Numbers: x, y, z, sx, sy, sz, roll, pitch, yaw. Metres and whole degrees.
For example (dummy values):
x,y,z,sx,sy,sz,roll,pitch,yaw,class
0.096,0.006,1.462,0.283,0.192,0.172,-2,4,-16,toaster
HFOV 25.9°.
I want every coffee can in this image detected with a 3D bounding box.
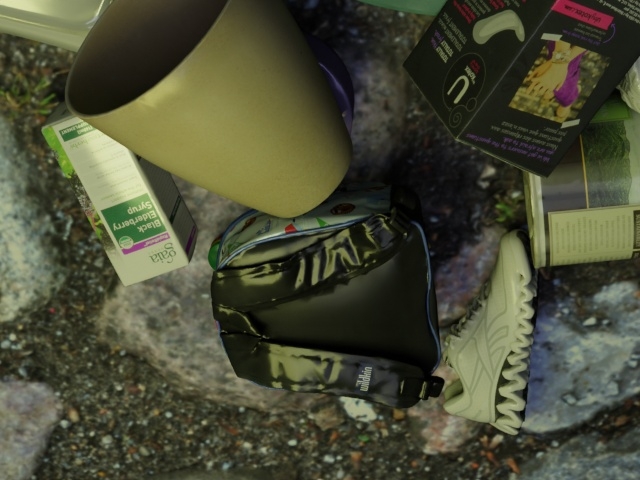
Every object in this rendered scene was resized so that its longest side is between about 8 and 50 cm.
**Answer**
x,y,z,sx,sy,sz,roll,pitch,yaw,class
0.380,-0.077,1.642,0.275,0.201,0.201,-6,116,7,coffee can

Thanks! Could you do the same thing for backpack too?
x,y,z,sx,sy,sz,roll,pitch,yaw,class
0.001,0.055,1.678,0.263,0.213,0.276,-9,112,-2,backpack

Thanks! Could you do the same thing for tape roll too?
x,y,z,sx,sy,sz,roll,pitch,yaw,class
-0.054,-0.160,1.699,0.189,0.080,0.189,1,117,2,tape roll

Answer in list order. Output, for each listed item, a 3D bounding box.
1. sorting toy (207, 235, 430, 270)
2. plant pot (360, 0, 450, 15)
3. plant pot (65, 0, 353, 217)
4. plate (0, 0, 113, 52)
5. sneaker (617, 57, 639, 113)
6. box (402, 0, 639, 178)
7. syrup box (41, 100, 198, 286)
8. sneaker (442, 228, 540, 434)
x,y,z,sx,sy,sz,roll,pitch,yaw,class
0.000,0.000,1.792,0.275,0.046,0.132,12,116,-2,sorting toy
0.077,-0.354,1.551,0.234,0.165,0.165,21,116,-15,plant pot
-0.096,-0.155,1.547,0.256,0.256,0.274,-34,126,18,plant pot
-0.321,-0.350,1.595,0.278,0.045,0.277,11,117,-23,plate
0.378,-0.255,1.570,0.115,0.090,0.232,-4,77,-4,sneaker
0.240,-0.231,1.495,0.143,0.165,0.270,20,117,-33,box
-0.247,-0.070,1.747,0.093,0.096,0.237,-19,113,12,syrup box
0.222,0.120,1.811,0.118,0.110,0.292,8,117,10,sneaker
